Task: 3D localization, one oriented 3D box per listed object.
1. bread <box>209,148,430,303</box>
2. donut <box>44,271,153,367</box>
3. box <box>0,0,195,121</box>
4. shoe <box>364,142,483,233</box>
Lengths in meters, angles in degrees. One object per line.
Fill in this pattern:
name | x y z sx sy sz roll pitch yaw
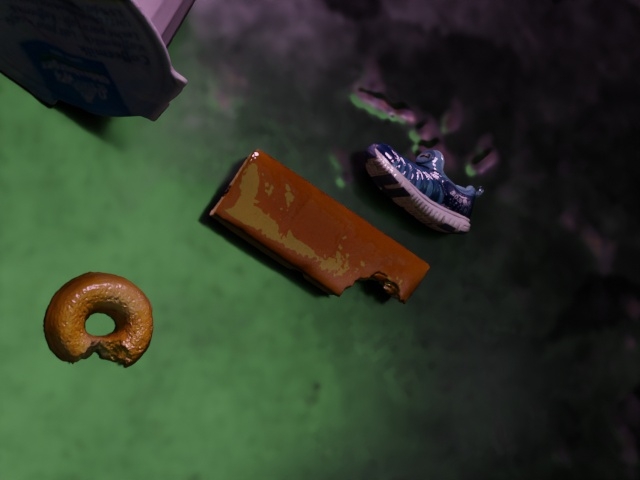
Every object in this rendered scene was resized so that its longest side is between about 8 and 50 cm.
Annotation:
bread | 0.000 0.000 1.273 0.226 0.049 0.088 35 76 -13
donut | -0.215 0.078 1.202 0.108 0.043 0.097 1 85 -22
box | -0.216 -0.283 1.127 0.206 0.262 0.291 -62 146 -29
shoe | 0.110 -0.064 1.306 0.143 0.064 0.071 33 77 -15
